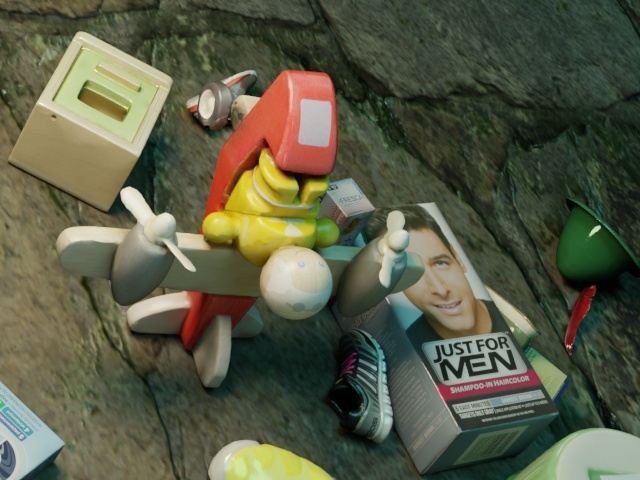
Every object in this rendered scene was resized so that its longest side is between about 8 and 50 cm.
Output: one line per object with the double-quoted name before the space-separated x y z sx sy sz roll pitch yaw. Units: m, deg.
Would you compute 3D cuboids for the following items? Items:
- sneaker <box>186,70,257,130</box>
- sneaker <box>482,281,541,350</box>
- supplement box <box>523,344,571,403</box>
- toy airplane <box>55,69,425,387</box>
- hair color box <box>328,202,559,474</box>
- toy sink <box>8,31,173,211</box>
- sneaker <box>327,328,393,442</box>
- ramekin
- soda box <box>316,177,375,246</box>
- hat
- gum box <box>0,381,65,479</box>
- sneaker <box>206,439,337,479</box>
"sneaker" -0.141 -0.206 2.358 0.158 0.061 0.065 -38 104 -48
"sneaker" 0.232 0.113 2.279 0.064 0.086 0.192 42 0 -40
"supplement box" 0.297 0.208 2.240 0.083 0.056 0.083 39 40 4
"toy airplane" -0.081 0.025 1.919 0.386 0.384 0.272 -34 41 -6
"hair color box" 0.148 0.126 2.175 0.185 0.113 0.374 -5 53 -37
"toy sink" -0.302 -0.182 2.151 0.153 0.131 0.234 28 40 -9
"sneaker" 0.044 0.186 2.082 0.075 0.063 0.170 14 49 -32
"ramekin" 0.376 0.391 2.045 0.303 0.148 0.303 19 43 -18
"soda box" 0.000 0.000 2.140 0.058 0.183 0.063 -15 60 -43
"hat" 0.387 0.054 2.481 0.173 0.183 0.208 46 -1 3
"gum box" -0.403 0.229 1.750 0.157 0.041 0.184 42 40 8
"sneaker" 0.042 0.345 1.759 0.385 0.147 0.145 39 57 -14
